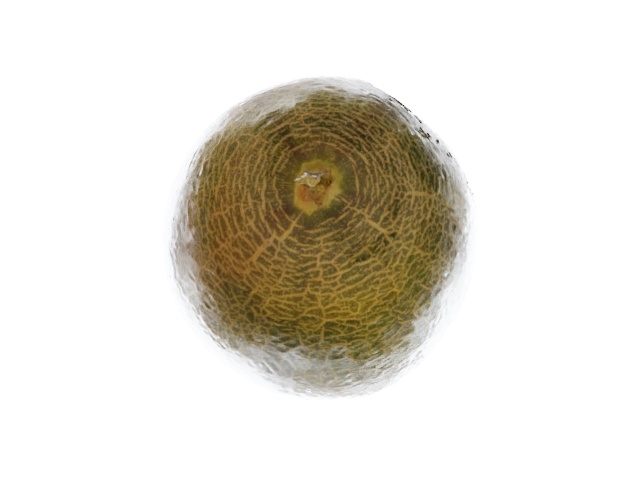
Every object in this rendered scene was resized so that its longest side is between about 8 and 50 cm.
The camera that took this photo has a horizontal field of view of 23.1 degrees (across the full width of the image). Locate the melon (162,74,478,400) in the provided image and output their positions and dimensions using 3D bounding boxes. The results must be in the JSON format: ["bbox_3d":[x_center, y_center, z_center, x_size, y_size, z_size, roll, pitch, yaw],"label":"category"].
[{"bbox_3d":[0.000,0.000,0.686,0.139,0.192,0.139,0,-107,1],"label":"melon"}]
